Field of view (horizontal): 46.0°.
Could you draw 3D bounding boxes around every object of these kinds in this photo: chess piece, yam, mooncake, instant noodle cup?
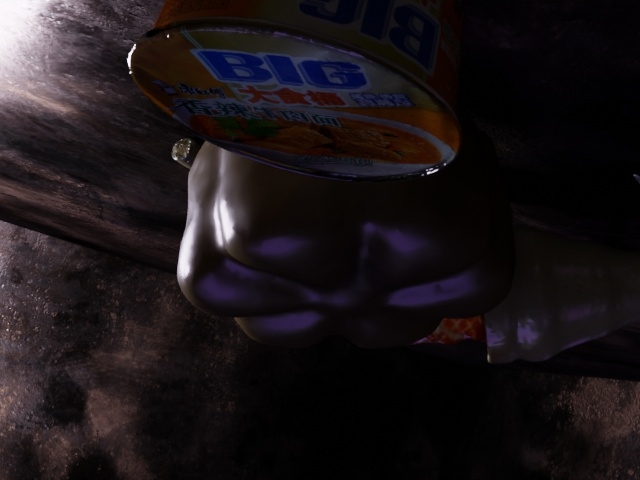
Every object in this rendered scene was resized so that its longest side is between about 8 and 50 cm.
[{"bbox_3d":[0.473,0.074,1.186,0.441,0.234,0.234,-6,162,15],"label":"chess piece"},{"bbox_3d":[-0.234,-0.155,1.468,0.054,0.054,0.132,6,165,30],"label":"yam"},{"bbox_3d":[0.036,-0.013,1.071,0.466,0.262,0.467,-2,150,-1],"label":"mooncake"},{"bbox_3d":[0.002,-0.201,0.656,0.296,0.214,0.296,13,167,3],"label":"instant noodle cup"}]

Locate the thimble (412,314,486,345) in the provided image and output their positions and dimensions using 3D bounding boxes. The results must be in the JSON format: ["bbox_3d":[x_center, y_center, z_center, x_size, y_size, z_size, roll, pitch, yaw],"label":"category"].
[{"bbox_3d":[0.207,0.091,1.501,0.350,0.231,0.350,-5,176,0],"label":"thimble"}]

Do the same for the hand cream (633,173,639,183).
[{"bbox_3d":[0.604,-0.058,1.008,0.124,0.078,0.340,25,171,-42],"label":"hand cream"}]

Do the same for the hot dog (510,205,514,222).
[{"bbox_3d":[0.222,-0.071,1.298,0.242,0.073,0.084,4,161,44],"label":"hot dog"}]
